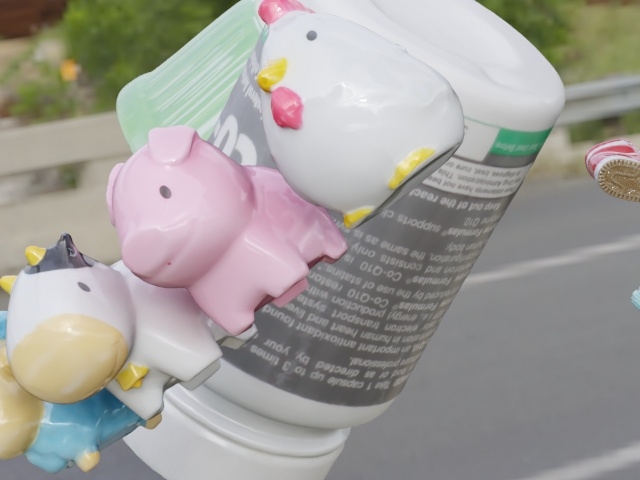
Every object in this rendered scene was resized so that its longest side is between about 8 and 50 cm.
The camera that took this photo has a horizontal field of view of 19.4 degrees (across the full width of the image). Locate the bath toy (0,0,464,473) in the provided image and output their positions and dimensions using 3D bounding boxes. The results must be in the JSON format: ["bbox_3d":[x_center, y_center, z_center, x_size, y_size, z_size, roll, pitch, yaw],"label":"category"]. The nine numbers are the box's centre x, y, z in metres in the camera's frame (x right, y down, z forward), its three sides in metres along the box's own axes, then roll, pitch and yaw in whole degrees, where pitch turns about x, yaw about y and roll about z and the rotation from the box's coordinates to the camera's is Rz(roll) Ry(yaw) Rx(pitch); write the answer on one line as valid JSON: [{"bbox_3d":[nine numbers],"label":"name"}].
[{"bbox_3d":[-0.074,-0.004,1.039,0.348,0.129,0.151,-42,-7,31],"label":"bath toy"}]

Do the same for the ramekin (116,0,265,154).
[{"bbox_3d":[-0.017,-0.067,1.612,0.148,0.303,0.303,-42,2,14],"label":"ramekin"}]

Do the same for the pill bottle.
[{"bbox_3d":[0.000,0.000,1.299,0.204,0.361,0.204,24,23,-10],"label":"pill bottle"}]

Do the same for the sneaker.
[{"bbox_3d":[0.262,-0.045,1.464,0.118,0.042,0.067,21,14,-16],"label":"sneaker"}]

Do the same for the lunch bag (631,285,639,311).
[{"bbox_3d":[0.488,0.100,2.099,0.224,0.108,0.279,43,19,31],"label":"lunch bag"}]
